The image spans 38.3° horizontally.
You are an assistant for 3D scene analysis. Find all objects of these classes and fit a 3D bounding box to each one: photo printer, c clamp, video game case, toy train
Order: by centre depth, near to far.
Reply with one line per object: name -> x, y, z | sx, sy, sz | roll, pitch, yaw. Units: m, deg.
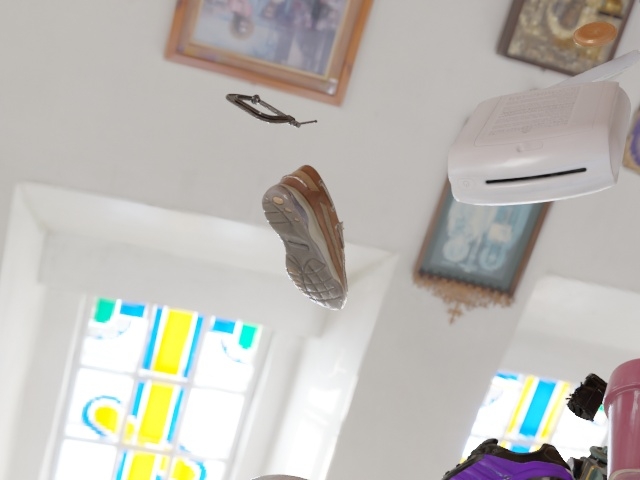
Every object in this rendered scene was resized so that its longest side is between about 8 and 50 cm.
photo printer -> 0.338, -0.147, 1.415 | 0.256, 0.107, 0.307 | -6, -158, 23
c clamp -> -0.108, -0.260, 1.844 | 0.160, 0.022, 0.137 | 32, -153, 26
video game case -> 0.532, -0.319, 1.926 | 0.227, 0.026, 0.206 | -24, 176, -3
toy train -> 0.713, 0.579, 2.065 | 0.334, 0.142, 0.190 | 21, -169, -5

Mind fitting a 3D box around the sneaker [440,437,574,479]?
sneaker -> 0.226, 0.367, 1.341 | 0.293, 0.102, 0.146 | -16, -139, 16

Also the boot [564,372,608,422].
boot -> 0.570, 0.335, 1.885 | 0.121, 0.045, 0.099 | 37, -129, 18

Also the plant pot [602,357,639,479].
plant pot -> 0.528, 0.310, 1.421 | 0.201, 0.201, 0.180 | 20, -125, 12

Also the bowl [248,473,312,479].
bowl -> -0.080, 0.461, 1.215 | 0.298, 0.298, 0.134 | 27, -179, 28

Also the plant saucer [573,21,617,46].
plant saucer -> 0.538, -0.406, 1.803 | 0.083, 0.013, 0.083 | -12, -142, 9

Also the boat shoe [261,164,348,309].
boat shoe -> 0.000, 0.000, 1.670 | 0.123, 0.324, 0.116 | 18, -125, 31
